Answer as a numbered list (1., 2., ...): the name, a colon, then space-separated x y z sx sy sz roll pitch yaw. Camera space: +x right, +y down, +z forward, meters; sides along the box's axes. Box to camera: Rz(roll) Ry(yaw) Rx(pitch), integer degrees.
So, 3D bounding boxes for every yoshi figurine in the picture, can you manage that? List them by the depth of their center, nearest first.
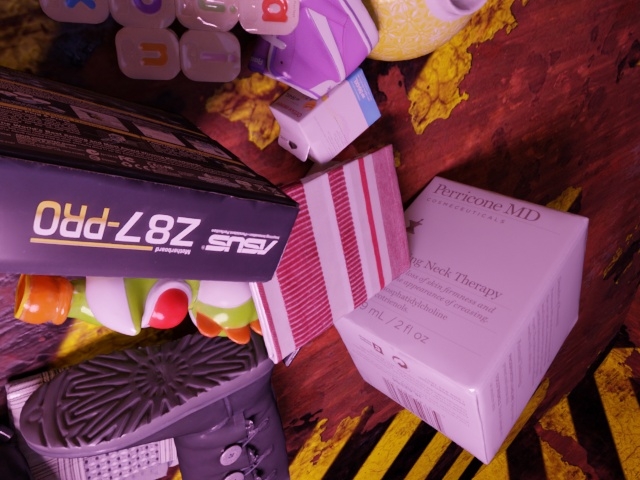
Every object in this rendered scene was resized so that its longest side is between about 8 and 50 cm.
1. yoshi figurine: -0.214 0.039 0.684 0.361 0.203 0.203 15 74 -31

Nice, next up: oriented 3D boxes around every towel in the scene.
1. towel: 0.021 0.007 0.736 0.328 0.037 0.237 -29 115 -37
2. towel: -0.349 0.329 0.816 0.311 0.056 0.325 -8 123 -35

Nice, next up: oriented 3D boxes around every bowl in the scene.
1. bowl: 0.159 -0.392 0.672 0.289 0.156 0.290 -21 130 -28

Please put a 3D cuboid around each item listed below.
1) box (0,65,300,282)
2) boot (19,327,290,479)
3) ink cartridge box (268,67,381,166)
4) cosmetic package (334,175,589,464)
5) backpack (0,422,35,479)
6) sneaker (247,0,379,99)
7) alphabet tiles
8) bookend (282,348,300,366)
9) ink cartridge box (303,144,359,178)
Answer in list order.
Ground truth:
1. box: -0.261 -0.083 0.420 0.394 0.318 0.097 6 115 -42
2. boot: -0.236 0.363 0.815 0.366 0.146 0.446 -13 133 -18
3. ink cartridge box: 0.000 -0.191 0.723 0.143 0.092 0.090 -42 135 -9
4. cosmetic package: 0.285 0.144 0.964 0.394 0.329 0.328 -47 137 -22
5. backpack: -0.506 0.433 0.612 0.263 0.213 0.277 -18 105 -12
6. sneaker: -0.056 -0.298 0.582 0.161 0.102 0.282 -44 123 2
7. alphabet tiles: -0.158 -0.315 0.497 0.277 0.021 0.285 -2 121 -10
8. bookend: -0.088 0.145 0.891 0.157 0.072 0.156 27 100 -45
9. ink cartridge box: 0.010 -0.051 0.801 0.115 0.067 0.198 47 69 -38
